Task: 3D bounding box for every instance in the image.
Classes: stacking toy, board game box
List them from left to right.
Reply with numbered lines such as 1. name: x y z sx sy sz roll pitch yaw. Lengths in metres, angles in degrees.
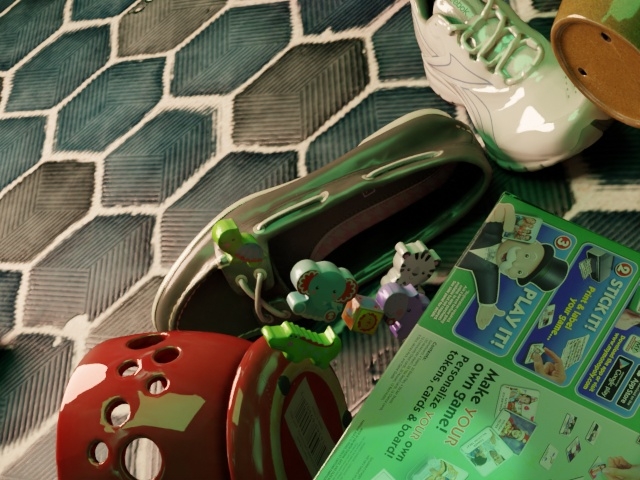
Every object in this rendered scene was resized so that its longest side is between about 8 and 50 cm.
1. stacking toy: 0.034 0.045 1.168 0.052 0.221 0.167 -66 31 20
2. board game box: 0.142 0.134 1.029 0.213 0.046 0.317 26 66 22

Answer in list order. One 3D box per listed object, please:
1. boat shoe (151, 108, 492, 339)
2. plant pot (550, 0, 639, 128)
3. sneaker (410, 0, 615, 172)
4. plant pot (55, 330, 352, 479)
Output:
1. boat shoe: 0.000 0.000 1.313 0.335 0.112 0.095 -34 31 -1
2. plant pot: 0.307 -0.215 1.176 0.254 0.237 0.237 -46 37 -16
3. sneaker: 0.154 -0.161 1.346 0.111 0.129 0.297 -38 37 -5
4. plant pot: -0.081 0.161 1.140 0.174 0.191 0.191 -7 45 28
